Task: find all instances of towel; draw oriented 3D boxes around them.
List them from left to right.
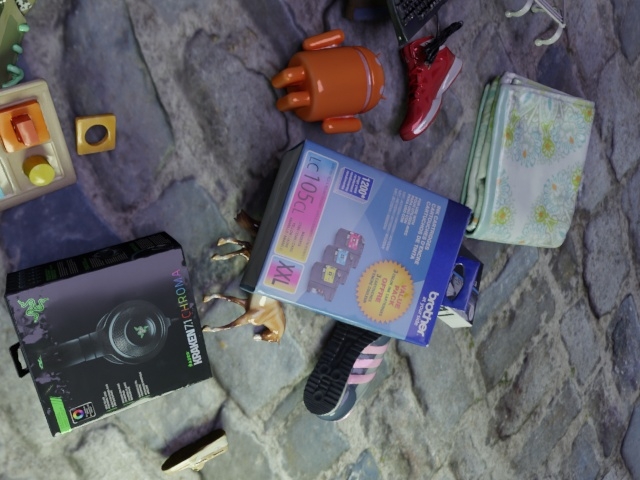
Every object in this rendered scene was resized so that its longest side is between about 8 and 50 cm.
[{"bbox_3d":[0.491,-0.174,1.355,0.320,0.090,0.375,6,99,-28],"label":"towel"}]

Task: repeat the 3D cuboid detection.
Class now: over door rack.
[{"bbox_3d":[0.441,-0.610,1.232,0.239,0.108,0.324,26,75,-32],"label":"over door rack"}]

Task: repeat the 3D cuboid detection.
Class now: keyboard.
[{"bbox_3d":[0.224,-0.464,1.113,0.317,0.033,0.202,-51,132,-33],"label":"keyboard"}]

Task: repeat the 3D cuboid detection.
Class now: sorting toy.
[{"bbox_3d":[-0.450,-0.118,0.827,0.347,0.047,0.196,-29,143,-29],"label":"sorting toy"}]

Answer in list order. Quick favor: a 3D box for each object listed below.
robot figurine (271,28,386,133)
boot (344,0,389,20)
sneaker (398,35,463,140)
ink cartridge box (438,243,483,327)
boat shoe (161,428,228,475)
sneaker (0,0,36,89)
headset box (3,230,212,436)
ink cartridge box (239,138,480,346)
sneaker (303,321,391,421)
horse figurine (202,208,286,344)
[{"bbox_3d":[0.024,-0.289,1.058,0.219,0.158,0.128,-14,149,-24],"label":"robot figurine"},{"bbox_3d":[0.126,-0.490,1.115,0.219,0.082,0.106,-20,137,-34],"label":"boot"},{"bbox_3d":[0.189,-0.319,1.178,0.128,0.087,0.221,36,71,-21],"label":"sneaker"},{"bbox_3d":[0.224,0.041,1.243,0.332,0.065,0.165,35,59,-29],"label":"ink cartridge box"},{"bbox_3d":[-0.239,0.420,1.121,0.135,0.050,0.045,-24,106,-22],"label":"boat shoe"},{"bbox_3d":[-0.480,-0.264,0.812,0.410,0.158,0.182,-46,138,-9],"label":"sneaker"},{"bbox_3d":[-0.352,0.146,0.953,0.283,0.131,0.247,-16,108,-24],"label":"headset box"},{"bbox_3d":[0.090,0.020,1.043,0.395,0.151,0.270,20,85,-18],"label":"ink cartridge box"},{"bbox_3d":[0.085,0.241,1.241,0.319,0.112,0.131,-53,143,-11],"label":"sneaker"},{"bbox_3d":[-0.126,0.079,1.097,0.174,0.066,0.263,7,100,-23],"label":"horse figurine"}]
